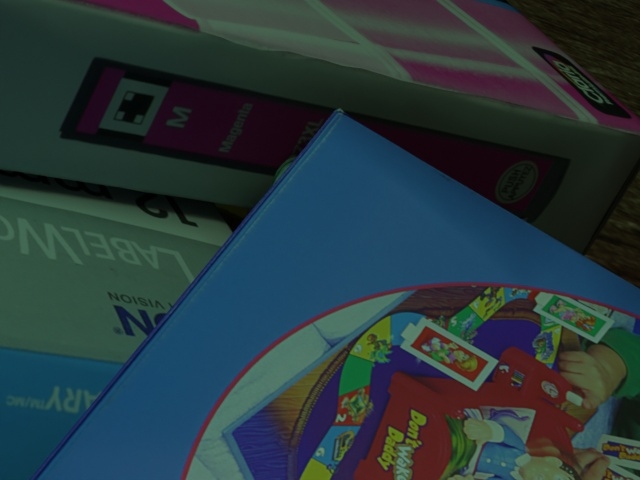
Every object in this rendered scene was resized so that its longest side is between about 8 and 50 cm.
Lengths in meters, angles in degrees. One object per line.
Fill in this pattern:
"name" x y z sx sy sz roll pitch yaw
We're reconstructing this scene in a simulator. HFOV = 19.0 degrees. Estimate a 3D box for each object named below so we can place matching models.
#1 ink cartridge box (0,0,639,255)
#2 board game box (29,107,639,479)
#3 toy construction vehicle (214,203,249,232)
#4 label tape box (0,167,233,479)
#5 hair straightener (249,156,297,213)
"ink cartridge box" -0.071 -0.083 0.618 0.371 0.069 0.176 6 32 -40
"board game box" 0.019 0.144 0.359 0.233 0.078 0.347 31 43 7
"toy construction vehicle" 0.000 0.000 0.819 0.098 0.035 0.086 28 24 3
"label tape box" -0.137 0.029 0.523 0.249 0.115 0.347 11 26 -34
"hair straightener" 0.049 0.057 0.610 0.230 0.047 0.089 52 2 -38
